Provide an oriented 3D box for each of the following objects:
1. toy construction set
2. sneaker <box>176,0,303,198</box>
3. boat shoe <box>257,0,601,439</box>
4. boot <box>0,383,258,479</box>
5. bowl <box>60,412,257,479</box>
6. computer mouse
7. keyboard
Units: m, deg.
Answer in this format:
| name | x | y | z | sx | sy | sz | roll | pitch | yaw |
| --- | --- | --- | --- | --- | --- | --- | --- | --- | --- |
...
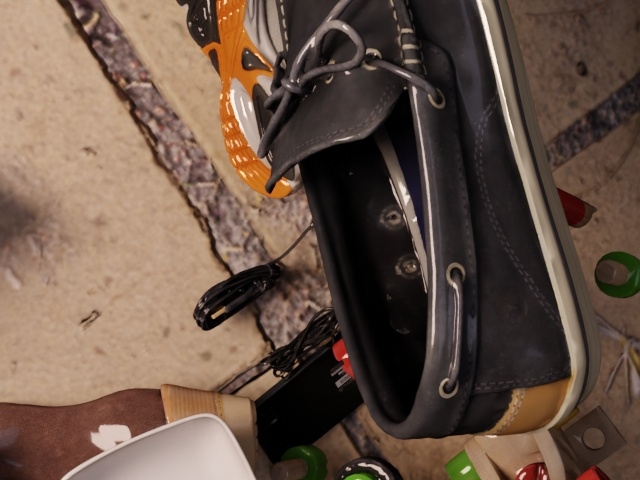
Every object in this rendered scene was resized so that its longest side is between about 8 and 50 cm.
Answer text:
| name | x | y | z | sx | sy | sz | roll | pitch | yaw |
| --- | --- | --- | --- | --- | --- | --- | --- | --- | --- |
| toy construction set | 0.163 | 0.113 | 1.174 | 0.257 | 0.237 | 0.309 | 28 | 97 | 23 |
| sneaker | -0.033 | -0.170 | 1.148 | 0.121 | 0.099 | 0.262 | -17 | 96 | -39 |
| boat shoe | 0.037 | -0.095 | 0.995 | 0.156 | 0.187 | 0.500 | -15 | 83 | -29 |
| boot | -0.149 | 0.237 | 1.126 | 0.207 | 0.090 | 0.248 | -3 | 94 | -8 |
| bowl | -0.112 | 0.207 | 1.059 | 0.142 | 0.053 | 0.142 | -24 | 94 | -10 |
| computer mouse | 0.000 | 0.000 | 1.163 | 0.242 | 0.071 | 0.041 | -39 | 71 | -14 |
| keyboard | 0.012 | 0.094 | 1.199 | 0.192 | 0.038 | 0.100 | -38 | 127 | -16 |
